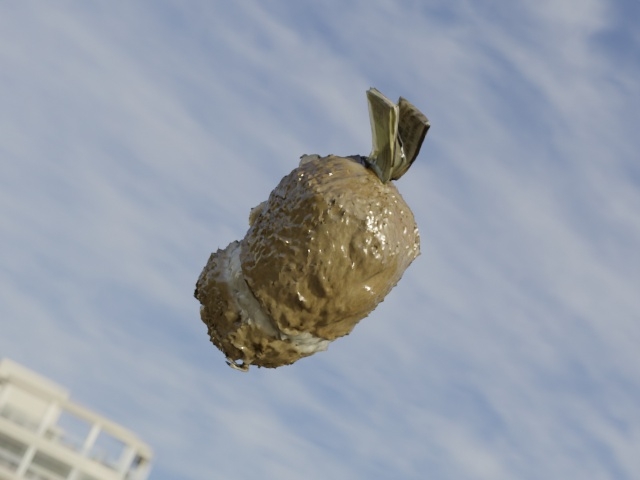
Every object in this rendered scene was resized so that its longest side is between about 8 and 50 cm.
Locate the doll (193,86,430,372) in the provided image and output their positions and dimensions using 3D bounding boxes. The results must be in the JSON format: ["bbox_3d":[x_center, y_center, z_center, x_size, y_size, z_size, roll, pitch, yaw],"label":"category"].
[{"bbox_3d":[0.007,0.002,1.177,0.105,0.221,0.115,35,20,-24],"label":"doll"}]
